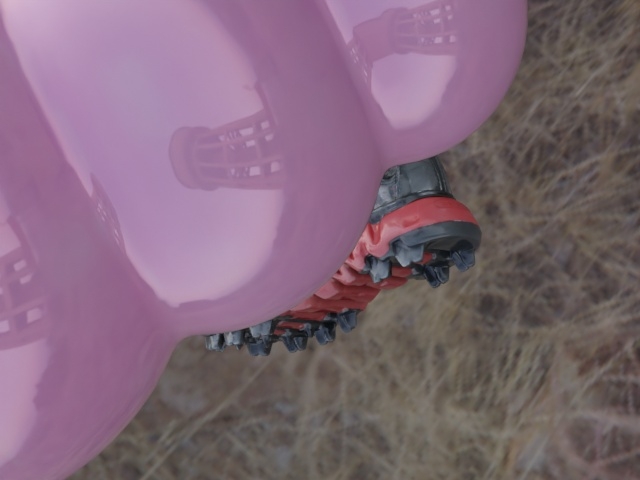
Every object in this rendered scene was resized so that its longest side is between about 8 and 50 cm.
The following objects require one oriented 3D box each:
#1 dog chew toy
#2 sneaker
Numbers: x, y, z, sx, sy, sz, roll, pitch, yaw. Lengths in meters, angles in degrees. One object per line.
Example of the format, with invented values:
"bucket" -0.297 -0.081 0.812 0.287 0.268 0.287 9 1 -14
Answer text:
"dog chew toy" -0.072 -0.042 0.538 0.331 0.206 0.207 -29 105 -6
"sneaker" 0.000 0.000 1.152 0.276 0.097 0.135 -30 65 38
